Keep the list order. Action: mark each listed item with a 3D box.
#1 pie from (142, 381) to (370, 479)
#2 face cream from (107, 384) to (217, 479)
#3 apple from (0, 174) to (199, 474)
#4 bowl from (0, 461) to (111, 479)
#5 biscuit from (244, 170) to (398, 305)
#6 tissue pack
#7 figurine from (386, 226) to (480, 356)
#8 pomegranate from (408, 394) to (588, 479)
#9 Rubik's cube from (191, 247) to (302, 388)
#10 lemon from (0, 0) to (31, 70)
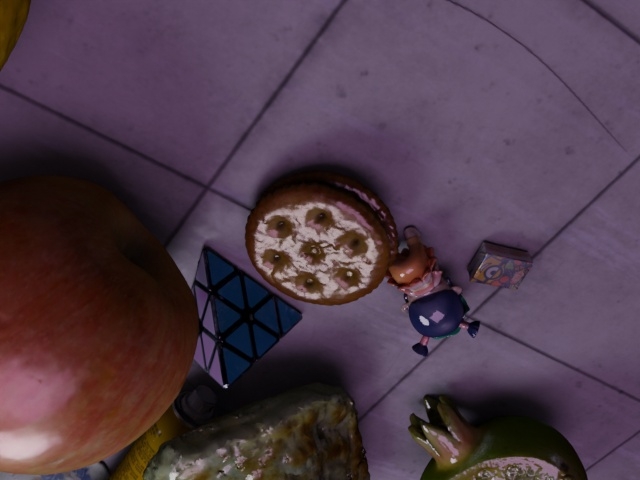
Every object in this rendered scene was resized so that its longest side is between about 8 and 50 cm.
[{"bbox_3d":[-0.085,0.407,1.420,0.395,0.180,0.418,-30,135,-15],"label":"pie"},{"bbox_3d":[-0.288,0.388,1.483,0.105,0.105,0.349,26,113,-24],"label":"face cream"},{"bbox_3d":[-0.357,0.106,1.095,0.346,0.391,0.391,-41,124,2],"label":"apple"},{"bbox_3d":[-0.548,0.502,1.543,0.313,0.146,0.313,-3,128,-4],"label":"bowl"},{"bbox_3d":[0.000,0.000,1.210,0.220,0.066,0.220,8,129,11],"label":"biscuit"},{"bbox_3d":[0.279,0.041,1.311,0.083,0.035,0.063,12,127,-17],"label":"tissue pack"},{"bbox_3d":[0.157,0.084,1.291,0.111,0.102,0.195,-26,127,17],"label":"figurine"},{"bbox_3d":[0.305,0.417,1.527,0.309,0.216,0.358,-39,93,24],"label":"pomegranate"},{"bbox_3d":[-0.157,0.169,1.289,0.211,0.178,0.190,34,122,-27],"label":"Rubik's cube"},{"bbox_3d":[-0.445,-0.262,0.808,0.364,0.364,0.364,-3,130,-3],"label":"lemon"}]
